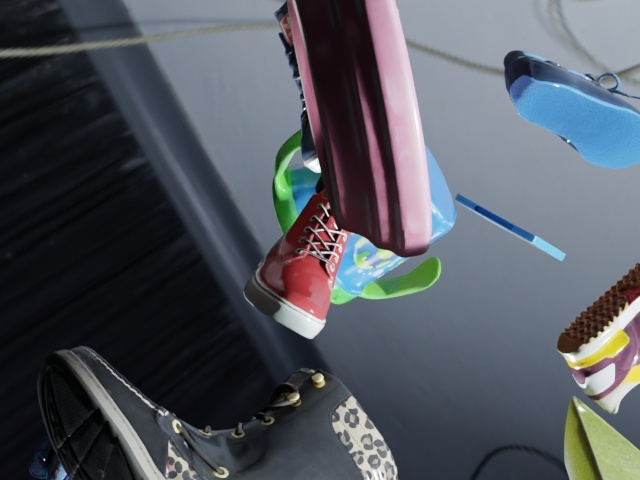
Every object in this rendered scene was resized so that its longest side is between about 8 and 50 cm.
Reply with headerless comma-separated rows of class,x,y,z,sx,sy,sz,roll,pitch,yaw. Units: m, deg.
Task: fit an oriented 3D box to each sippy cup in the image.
sippy cup,0.078,-0.050,1.886,0.224,0.305,0.240,-26,70,18

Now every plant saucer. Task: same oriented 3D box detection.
plant saucer,0.270,0.238,0.996,0.188,0.188,0.045,39,107,-12
plant saucer,0.030,-0.141,1.173,0.084,0.332,0.332,-13,111,-1

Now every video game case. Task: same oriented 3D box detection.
video game case,0.309,-0.022,2.001,0.166,0.119,0.015,33,95,37

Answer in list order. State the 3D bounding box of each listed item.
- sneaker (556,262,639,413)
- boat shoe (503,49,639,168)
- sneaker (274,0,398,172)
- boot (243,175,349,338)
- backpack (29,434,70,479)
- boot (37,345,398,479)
sneaker,0.292,0.069,1.056,0.084,0.185,0.069,56,172,-14
boat shoe,0.323,-0.171,1.498,0.109,0.258,0.089,-38,48,24
sneaker,-0.001,-0.234,1.577,0.148,0.350,0.131,38,127,-23
boot,0.000,0.000,1.326,0.088,0.244,0.176,33,100,-10
backpack,-0.308,0.282,1.613,0.117,0.173,0.158,34,109,-2
boot,-0.107,0.227,1.367,0.377,0.284,0.138,45,135,14
